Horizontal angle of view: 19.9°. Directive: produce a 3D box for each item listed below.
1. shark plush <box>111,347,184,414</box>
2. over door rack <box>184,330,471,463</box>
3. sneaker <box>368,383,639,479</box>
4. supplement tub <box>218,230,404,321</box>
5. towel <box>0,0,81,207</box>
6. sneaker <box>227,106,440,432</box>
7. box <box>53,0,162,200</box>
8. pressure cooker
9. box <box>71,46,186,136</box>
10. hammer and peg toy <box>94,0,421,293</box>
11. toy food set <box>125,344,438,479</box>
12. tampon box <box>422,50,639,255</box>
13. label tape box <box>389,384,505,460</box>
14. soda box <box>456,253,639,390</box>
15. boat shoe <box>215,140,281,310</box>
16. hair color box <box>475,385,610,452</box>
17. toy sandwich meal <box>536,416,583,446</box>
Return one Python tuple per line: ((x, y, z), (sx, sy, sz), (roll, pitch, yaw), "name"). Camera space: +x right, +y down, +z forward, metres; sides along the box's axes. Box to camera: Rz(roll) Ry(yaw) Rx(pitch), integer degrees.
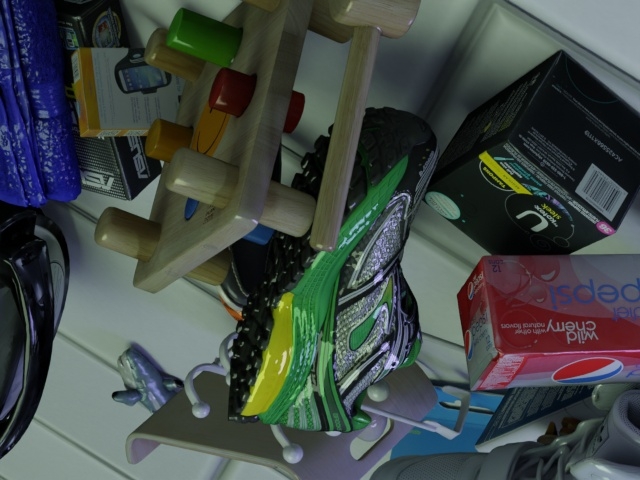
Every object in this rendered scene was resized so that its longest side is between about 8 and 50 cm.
((-0.210, 0.207, 2.443), (0.161, 0.073, 0.067), (42, 122, -8), "shark plush")
((0.053, 0.148, 1.826), (0.324, 0.108, 0.239), (8, 156, -21), "over door rack")
((0.210, 0.205, 1.618), (0.365, 0.137, 0.210), (6, 136, 17), "sneaker")
((-0.015, 0.018, 1.804), (0.117, 0.117, 0.190), (41, 140, -17), "supplement tub")
((-0.347, -0.182, 1.758), (0.227, 0.076, 0.308), (21, 136, 25), "towel")
((0.031, 0.029, 1.573), (0.146, 0.134, 0.343), (12, 130, -14), "sneaker")
((-0.300, -0.167, 1.839), (0.270, 0.060, 0.216), (15, 133, 31), "box")
((-0.500, 0.077, 2.160), (0.420, 0.375, 0.370), (25, 160, 20), "pressure cooker")
((-0.163, -0.140, 1.718), (0.136, 0.081, 0.028), (-2, 167, -28), "box")
((-0.064, -0.105, 1.522), (0.127, 0.266, 0.361), (21, 159, -19), "hammer and peg toy")
((-0.048, 0.207, 2.057), (0.306, 0.220, 0.092), (5, 123, 42), "toy food set")
((0.180, -0.058, 1.511), (0.120, 0.101, 0.161), (38, 153, -9), "tampon box")
((0.208, 0.312, 2.097), (0.249, 0.115, 0.348), (3, 143, 45), "label tape box")
((0.252, 0.065, 1.514), (0.263, 0.092, 0.083), (-1, 156, -13), "soda box")
((-0.067, -0.038, 1.729), (0.065, 0.206, 0.075), (-14, 160, 36), "boat shoe")
((0.311, 0.180, 1.769), (0.174, 0.105, 0.347), (38, 153, -7), "hair color box")
((0.243, 0.199, 1.730), (0.085, 0.029, 0.085), (26, 156, 13), "toy sandwich meal")
